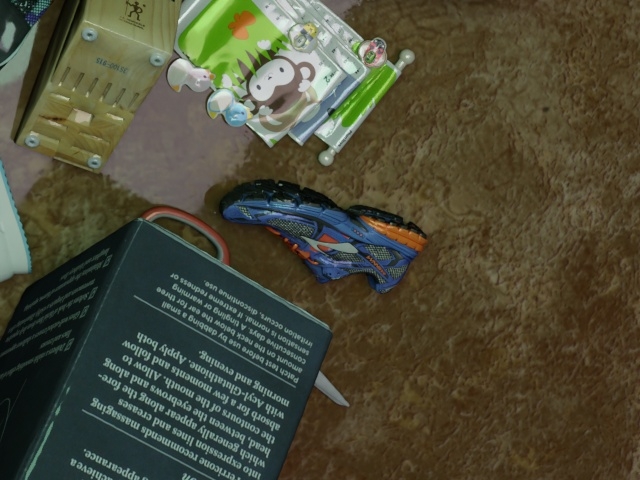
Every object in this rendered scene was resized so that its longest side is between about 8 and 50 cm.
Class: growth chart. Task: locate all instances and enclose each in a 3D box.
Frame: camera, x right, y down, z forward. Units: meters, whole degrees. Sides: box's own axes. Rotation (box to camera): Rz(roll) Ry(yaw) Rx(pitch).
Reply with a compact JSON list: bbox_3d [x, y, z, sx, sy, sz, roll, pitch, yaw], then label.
[{"bbox_3d":[-0.042,-0.181,1.509,0.237,0.021,0.172,33,90,-19],"label":"growth chart"}]

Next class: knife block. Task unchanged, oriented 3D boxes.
[{"bbox_3d":[-0.191,-0.233,1.431,0.088,0.242,0.276,20,138,-18],"label":"knife block"}]

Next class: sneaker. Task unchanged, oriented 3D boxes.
[{"bbox_3d":[-0.343,-0.063,1.402,0.092,0.087,0.229,-18,103,-11],"label":"sneaker"},{"bbox_3d":[0.000,0.000,1.524,0.221,0.083,0.087,16,100,-17],"label":"sneaker"}]

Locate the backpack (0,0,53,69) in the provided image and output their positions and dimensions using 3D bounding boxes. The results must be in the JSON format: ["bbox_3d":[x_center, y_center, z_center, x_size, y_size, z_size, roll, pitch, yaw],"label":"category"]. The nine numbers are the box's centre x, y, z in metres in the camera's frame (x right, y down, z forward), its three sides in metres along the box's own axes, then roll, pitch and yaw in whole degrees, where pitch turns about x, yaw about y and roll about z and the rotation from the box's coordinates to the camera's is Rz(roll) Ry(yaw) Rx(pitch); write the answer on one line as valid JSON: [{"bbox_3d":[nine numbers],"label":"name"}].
[{"bbox_3d":[-0.307,-0.261,1.280,0.191,0.225,0.253,63,39,-29],"label":"backpack"}]

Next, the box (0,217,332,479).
[{"bbox_3d":[-0.202,0.223,1.313,0.212,0.293,0.395,32,64,-19],"label":"box"}]

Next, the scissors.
[{"bbox_3d":[-0.070,0.068,1.543,0.297,0.021,0.109,28,89,-18],"label":"scissors"}]
